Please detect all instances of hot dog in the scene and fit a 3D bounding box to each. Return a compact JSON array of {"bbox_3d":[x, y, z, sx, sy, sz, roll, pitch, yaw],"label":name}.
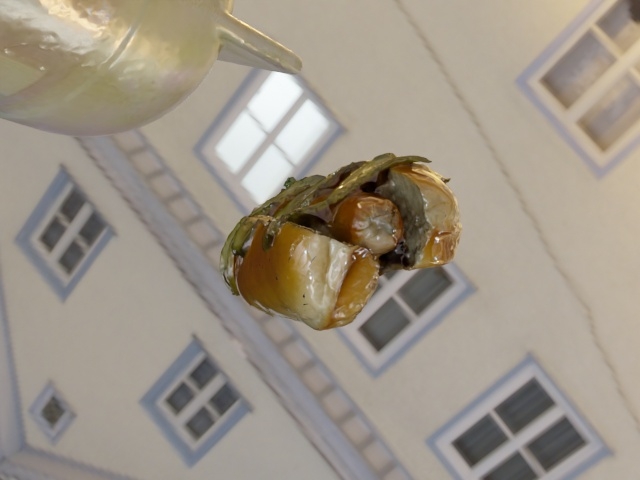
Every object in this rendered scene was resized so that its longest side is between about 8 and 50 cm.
[{"bbox_3d":[0.000,0.000,0.693,0.109,0.269,0.072,-28,-84,-13],"label":"hot dog"}]

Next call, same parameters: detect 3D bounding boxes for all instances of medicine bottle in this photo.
[{"bbox_3d":[-0.205,-0.204,0.909,0.406,0.235,0.236,21,-141,-56],"label":"medicine bottle"}]
